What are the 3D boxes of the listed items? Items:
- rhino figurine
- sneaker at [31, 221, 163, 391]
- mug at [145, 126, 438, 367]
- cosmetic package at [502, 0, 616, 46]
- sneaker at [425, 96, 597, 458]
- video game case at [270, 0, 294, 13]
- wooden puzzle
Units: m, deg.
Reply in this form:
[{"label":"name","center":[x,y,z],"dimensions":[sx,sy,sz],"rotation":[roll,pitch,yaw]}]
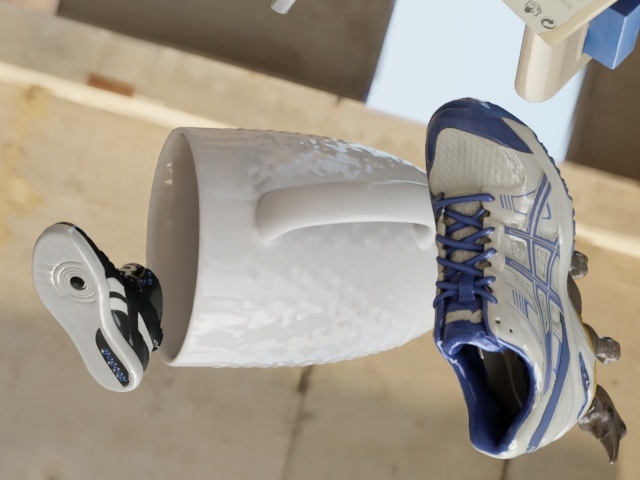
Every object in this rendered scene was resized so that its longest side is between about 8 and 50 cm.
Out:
[{"label":"rhino figurine","center":[0.213,0.090,1.523],"dimensions":[0.073,0.106,0.243],"rotation":[-33,-120,27]},{"label":"sneaker","center":[-0.229,0.042,1.798],"dimensions":[0.121,0.079,0.217],"rotation":[-68,148,-47]},{"label":"mug","center":[0.000,0.000,1.958],"dimensions":[0.374,0.328,0.276],"rotation":[141,-52,-67]},{"label":"cosmetic package","center":[0.250,-0.285,1.221],"dimensions":[0.309,0.113,0.160],"rotation":[-34,-163,51]},{"label":"sneaker","center":[0.142,0.032,1.388],"dimensions":[0.112,0.131,0.296],"rotation":[-13,-81,37]},{"label":"video game case","center":[0.006,-0.370,1.898],"dimensions":[0.183,0.023,0.201],"rotation":[140,-29,-68]},{"label":"wooden puzzle","center":[0.382,-0.340,2.007],"dimensions":[0.348,0.080,0.322],"rotation":[-39,155,-26]}]
